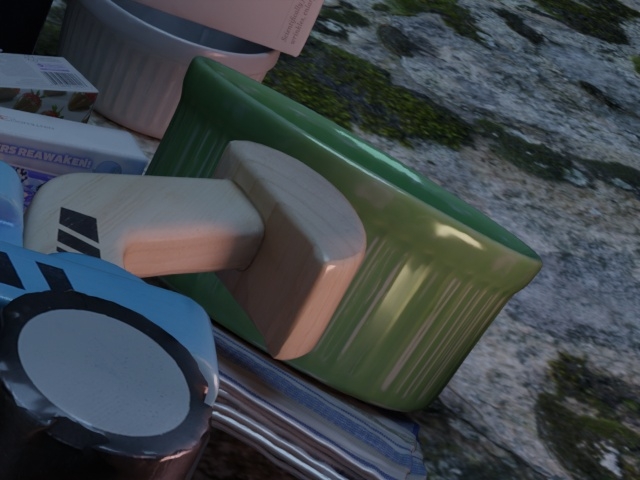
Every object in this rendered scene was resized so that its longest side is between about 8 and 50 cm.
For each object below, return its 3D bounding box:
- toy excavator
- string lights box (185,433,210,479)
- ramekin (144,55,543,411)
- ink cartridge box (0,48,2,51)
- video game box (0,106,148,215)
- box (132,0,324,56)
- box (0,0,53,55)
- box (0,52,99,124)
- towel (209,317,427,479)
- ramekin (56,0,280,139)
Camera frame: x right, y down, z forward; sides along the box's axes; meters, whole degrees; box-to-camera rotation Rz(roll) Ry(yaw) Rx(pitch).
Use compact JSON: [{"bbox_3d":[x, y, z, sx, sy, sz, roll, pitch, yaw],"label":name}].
[{"bbox_3d":[-0.155,0.043,0.997,0.433,0.222,0.445,17,31,-20],"label":"toy excavator"},{"bbox_3d":[-0.214,0.099,1.193,0.259,0.077,0.133,9,28,-33],"label":"string lights box"},{"bbox_3d":[0.000,0.000,1.435,0.303,0.148,0.303,30,6,-4],"label":"ramekin"},{"bbox_3d":[-0.401,-0.195,1.569,0.208,0.045,0.206,17,12,33],"label":"ink cartridge box"},{"bbox_3d":[-0.238,0.000,1.240,0.205,0.187,0.048,10,28,-32],"label":"video game box"},{"bbox_3d":[-0.074,-0.290,1.734,0.182,0.181,0.119,18,25,-17],"label":"box"},{"bbox_3d":[-0.334,-0.250,1.779,0.158,0.093,0.156,16,25,-18],"label":"box"},{"bbox_3d":[-0.328,-0.117,1.546,0.324,0.063,0.067,-1,33,-46],"label":"box"},{"bbox_3d":[-0.019,0.112,1.297,0.209,0.034,0.285,32,5,1],"label":"towel"},{"bbox_3d":[-0.148,-0.178,1.794,0.207,0.109,0.207,21,24,-9],"label":"ramekin"}]
